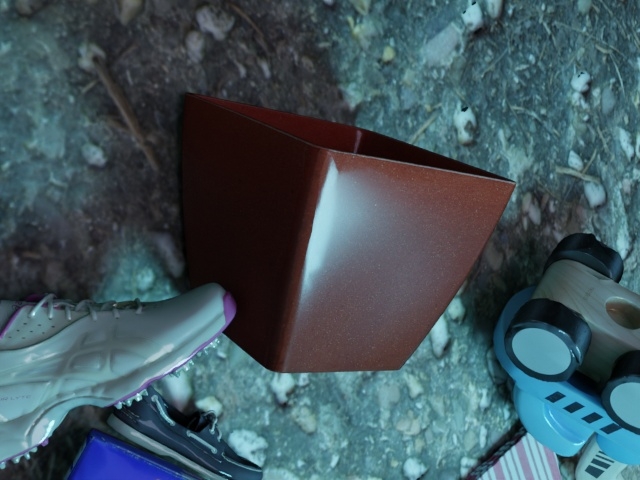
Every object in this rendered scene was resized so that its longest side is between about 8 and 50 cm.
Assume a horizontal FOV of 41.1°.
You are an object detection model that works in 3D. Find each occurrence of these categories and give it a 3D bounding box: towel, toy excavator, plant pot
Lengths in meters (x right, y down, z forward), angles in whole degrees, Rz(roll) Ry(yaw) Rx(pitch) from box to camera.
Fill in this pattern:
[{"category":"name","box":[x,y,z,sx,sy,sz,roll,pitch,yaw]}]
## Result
[{"category":"towel","box":[0.297,0.381,1.327,0.197,0.029,0.144,-32,114,-27]},{"category":"toy excavator","box":[0.433,0.272,1.281,0.222,0.433,0.445,-49,163,-42]},{"category":"plant pot","box":[0.000,0.000,0.919,0.267,0.267,0.236,6,104,-38]}]

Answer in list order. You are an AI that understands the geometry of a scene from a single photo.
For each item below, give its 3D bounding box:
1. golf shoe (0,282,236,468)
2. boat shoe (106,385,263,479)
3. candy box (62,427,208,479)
[{"category":"golf shoe","box":[-0.230,0.098,0.804,0.306,0.115,0.140,-27,99,-13]},{"category":"boat shoe","box":[-0.135,0.218,0.945,0.206,0.075,0.065,35,78,-30]},{"category":"candy box","box":[-0.186,0.387,0.850,0.268,0.122,0.317,30,78,-13]}]
